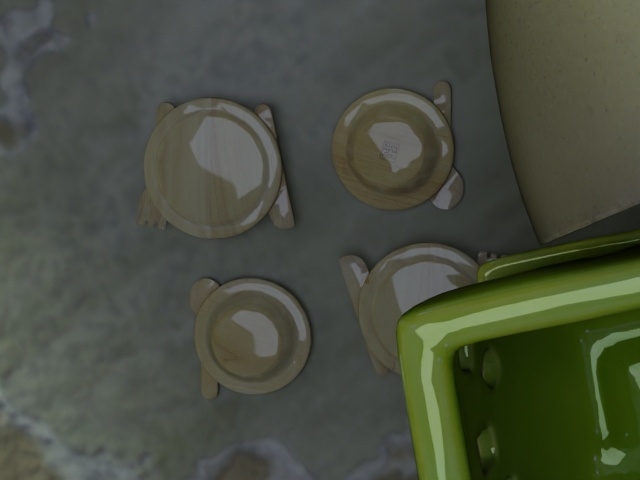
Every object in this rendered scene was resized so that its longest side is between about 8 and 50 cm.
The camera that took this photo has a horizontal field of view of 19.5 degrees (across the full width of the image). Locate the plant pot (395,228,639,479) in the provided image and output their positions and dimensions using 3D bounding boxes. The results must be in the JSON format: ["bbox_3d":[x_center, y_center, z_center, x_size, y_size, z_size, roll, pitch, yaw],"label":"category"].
[{"bbox_3d":[0.169,0.097,0.734,0.228,0.207,0.227,-11,97,10],"label":"plant pot"}]

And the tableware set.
[{"bbox_3d":[0.000,0.000,0.844,0.169,0.020,0.141,-6,97,10],"label":"tableware set"}]

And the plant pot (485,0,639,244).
[{"bbox_3d":[0.172,-0.139,0.669,0.284,0.284,0.191,-24,88,12],"label":"plant pot"}]
